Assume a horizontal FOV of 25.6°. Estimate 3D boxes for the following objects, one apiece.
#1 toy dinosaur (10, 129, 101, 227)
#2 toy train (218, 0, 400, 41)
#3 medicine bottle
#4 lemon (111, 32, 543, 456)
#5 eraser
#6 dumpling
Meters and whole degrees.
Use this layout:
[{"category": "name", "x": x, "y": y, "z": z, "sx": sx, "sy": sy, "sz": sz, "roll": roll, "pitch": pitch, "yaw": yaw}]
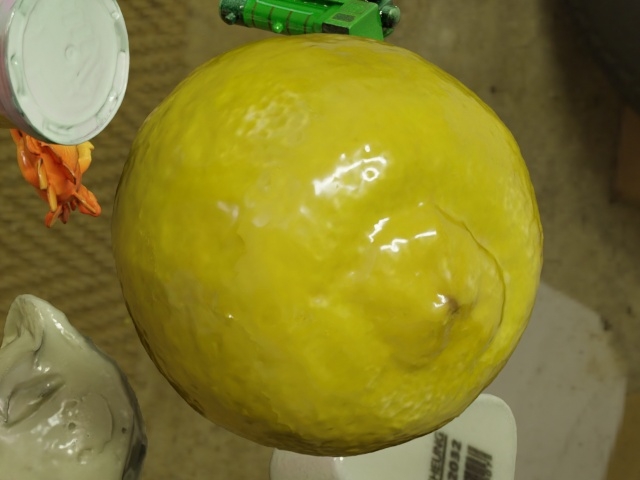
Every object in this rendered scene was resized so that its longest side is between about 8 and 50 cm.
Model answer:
[{"category": "toy dinosaur", "x": -0.263, "y": -0.075, "z": 1.368, "sx": 0.117, "sy": 0.070, "sz": 0.288, "roll": 64, "pitch": 0, "yaw": 26}, {"category": "toy train", "x": -0.019, "y": -0.294, "z": 1.798, "sx": 0.119, "sy": 0.251, "sz": 0.085, "roll": -45, "pitch": 138, "yaw": -35}, {"category": "medicine bottle", "x": -0.326, "y": -0.124, "z": 0.957, "sx": 0.108, "sy": 0.426, "sz": 0.108, "roll": -10, "pitch": 102, "yaw": -56}, {"category": "lemon", "x": 0.000, "y": 0.000, "z": 1.083, "sx": 0.348, "sy": 0.348, "sz": 0.348, "roll": -2, "pitch": 93, "yaw": -44}, {"category": "eraser", "x": 0.117, "y": 0.359, "z": 1.757, "sx": 0.331, "sy": 0.150, "sz": 0.331, "roll": 12, "pitch": 72, "yaw": -41}, {"category": "dumpling", "x": -0.303, "y": 0.231, "z": 1.575, "sx": 0.187, "sy": 0.243, "sz": 0.318, "roll": 4, "pitch": 70, "yaw": -26}]
